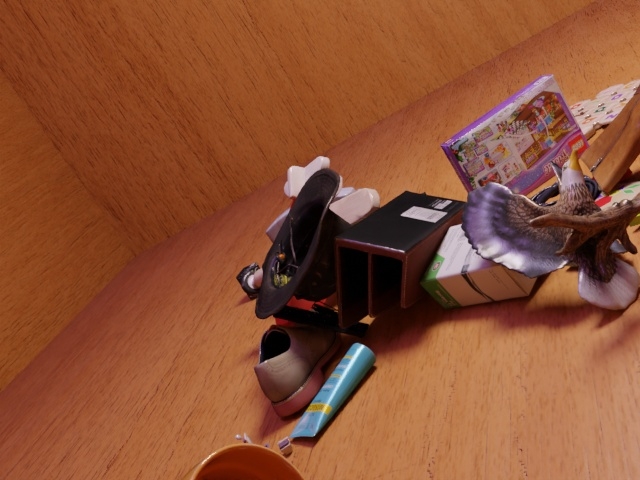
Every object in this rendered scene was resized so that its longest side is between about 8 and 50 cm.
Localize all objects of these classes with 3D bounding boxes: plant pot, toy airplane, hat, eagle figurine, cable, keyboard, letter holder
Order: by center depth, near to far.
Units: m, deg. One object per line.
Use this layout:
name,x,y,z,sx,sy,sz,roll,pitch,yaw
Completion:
plant pot,-0.132,0.401,1.084,0.188,0.205,0.205,-42,5,42
eagle figurine,0.388,-0.033,1.284,0.225,0.226,0.298,-59,10,-5
cable,0.448,-0.081,1.586,0.150,0.047,0.184,-42,16,-31
letter holder,0.169,0.054,1.625,0.152,0.214,0.302,13,26,30
hat,-0.006,0.028,1.628,0.331,0.134,0.331,-56,17,28
keyboard,0.005,0.151,1.655,0.192,0.038,0.100,13,11,7
toy airplane,0.000,0.000,1.935,0.384,0.272,0.386,-58,19,13

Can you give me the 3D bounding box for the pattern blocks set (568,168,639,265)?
pattern blocks set,0.519,-0.053,1.491,0.325,0.026,0.285,-36,14,-13

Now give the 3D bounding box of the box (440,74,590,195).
box,0.443,-0.211,1.829,0.293,0.201,0.057,-34,15,-6

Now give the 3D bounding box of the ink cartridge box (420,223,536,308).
ink cartridge box,0.305,0.034,1.477,0.208,0.087,0.153,-17,32,54

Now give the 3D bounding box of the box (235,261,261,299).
box,-0.193,0.118,2.340,0.052,0.083,0.062,-23,17,30

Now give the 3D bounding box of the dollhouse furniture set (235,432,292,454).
dollhouse furniture set,-0.097,0.357,1.337,0.091,0.081,0.114,-33,14,-1

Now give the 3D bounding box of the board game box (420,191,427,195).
board game box,0.199,-0.065,2.223,0.186,0.026,0.126,-24,16,31

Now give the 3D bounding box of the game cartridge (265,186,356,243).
game cartridge,0.002,-0.023,2.164,0.294,0.196,0.060,-25,16,31

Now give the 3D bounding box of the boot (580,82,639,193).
boot,0.593,-0.208,1.460,0.280,0.096,0.264,-54,20,20

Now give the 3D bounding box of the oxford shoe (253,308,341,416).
oxford shoe,-0.046,0.206,1.631,0.123,0.130,0.348,-31,13,17

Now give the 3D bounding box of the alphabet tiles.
alphabet tiles,0.688,-0.317,2.021,0.284,0.021,0.278,-39,16,-23

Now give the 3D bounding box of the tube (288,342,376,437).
tube,0.024,0.274,1.443,0.207,0.052,0.080,-49,10,-32
